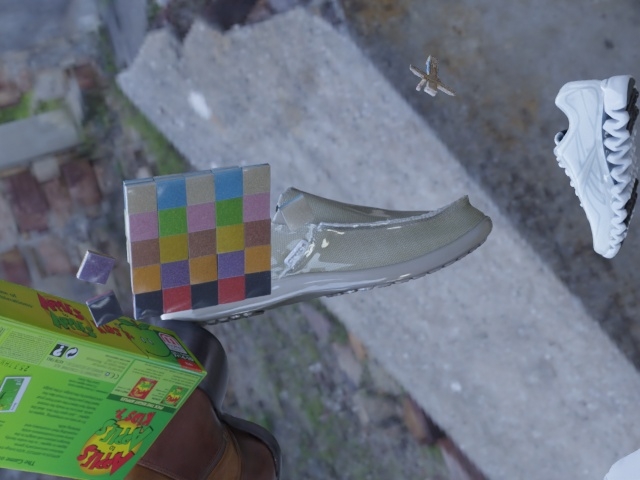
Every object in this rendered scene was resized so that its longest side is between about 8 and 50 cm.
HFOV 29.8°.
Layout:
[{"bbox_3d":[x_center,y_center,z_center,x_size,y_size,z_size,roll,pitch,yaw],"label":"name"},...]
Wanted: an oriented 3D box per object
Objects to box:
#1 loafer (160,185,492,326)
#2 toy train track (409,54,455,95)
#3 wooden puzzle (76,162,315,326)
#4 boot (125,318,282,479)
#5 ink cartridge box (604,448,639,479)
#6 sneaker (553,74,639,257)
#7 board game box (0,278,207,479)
[{"bbox_3d":[0.000,0.000,0.933,0.102,0.268,0.092,151,105,-86],"label":"loafer"},{"bbox_3d":[0.099,-0.147,1.092,0.014,0.048,0.083,-55,11,27],"label":"toy train track"},{"bbox_3d":[-0.041,0.000,0.406,0.006,0.083,0.049,-134,39,-57],"label":"wooden puzzle"},{"bbox_3d":[-0.117,0.243,0.908,0.264,0.096,0.280,84,-160,-53],"label":"boot"},{"bbox_3d":[0.455,0.321,1.221,0.211,0.121,0.289,-39,102,28],"label":"ink cartridge box"},{"bbox_3d":[0.411,-0.110,1.794,0.118,0.110,0.292,4,120,21],"label":"sneaker"},{"bbox_3d":[-0.156,0.079,0.666,0.043,0.092,0.181,46,-167,36],"label":"board game box"}]
